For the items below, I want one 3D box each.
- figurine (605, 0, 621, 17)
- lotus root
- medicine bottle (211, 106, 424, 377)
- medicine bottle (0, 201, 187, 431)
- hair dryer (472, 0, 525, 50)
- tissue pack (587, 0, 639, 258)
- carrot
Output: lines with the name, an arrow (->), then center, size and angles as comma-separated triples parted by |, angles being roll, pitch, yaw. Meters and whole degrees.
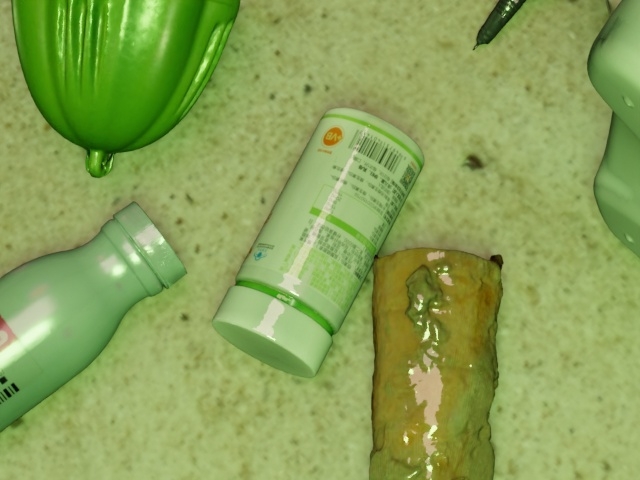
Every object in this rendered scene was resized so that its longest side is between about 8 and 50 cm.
figurine -> 0.310, -0.225, 1.359 | 0.276, 0.200, 0.133 | -14, 76, -24
lotus root -> -0.155, -0.130, 1.408 | 0.186, 0.186, 0.186 | -3, 68, 8
medicine bottle -> 0.000, 0.000, 1.358 | 0.086, 0.086, 0.183 | 23, 73, 17
medicine bottle -> -0.202, 0.061, 1.363 | 0.217, 0.090, 0.090 | -36, 67, -7
hair dryer -> 0.167, -0.273, 1.450 | 0.236, 0.091, 0.271 | 24, 77, 27
tissue pack -> 0.316, -0.084, 1.205 | 0.236, 0.333, 0.229 | -41, 68, -8
carrot -> 0.071, 0.136, 1.297 | 0.102, 0.102, 0.263 | 4, 73, 11
